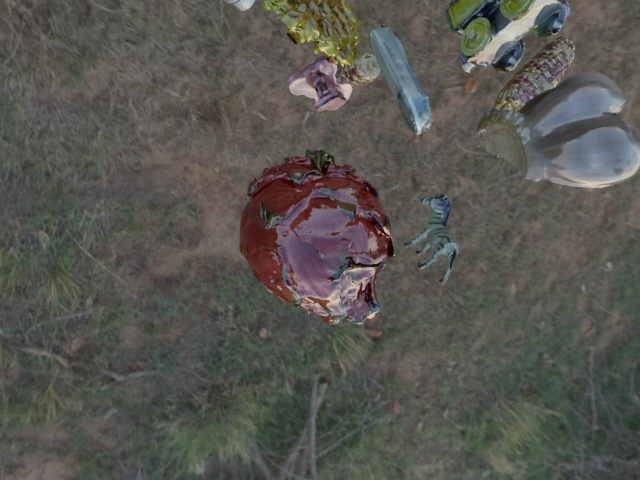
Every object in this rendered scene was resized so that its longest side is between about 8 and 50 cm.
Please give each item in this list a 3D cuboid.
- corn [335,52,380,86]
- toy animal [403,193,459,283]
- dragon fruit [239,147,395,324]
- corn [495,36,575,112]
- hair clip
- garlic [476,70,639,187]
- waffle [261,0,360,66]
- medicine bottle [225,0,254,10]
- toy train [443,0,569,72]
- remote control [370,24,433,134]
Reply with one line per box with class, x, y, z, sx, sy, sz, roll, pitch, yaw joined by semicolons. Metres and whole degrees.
corn;0.093;-0.494;1.795;0.086;0.253;0.086;-2;95;-23
toy animal;0.316;-0.012;1.619;0.073;0.217;0.176;22;117;-38
dragon fruit;0.000;0.000;0.970;0.244;0.244;0.299;-31;82;-10
corn;0.539;-0.405;1.508;0.290;0.098;0.098;-47;128;-23
hair clip;0.008;-0.351;1.387;0.123;0.138;0.102;-27;91;26
garlic;0.442;-0.181;1.073;0.292;0.237;0.210;-9;83;-8
waffle;-0.035;-0.498;1.212;0.325;0.302;0.068;30;135;-33
medicine bottle;-0.229;-0.647;1.538;0.130;0.080;0.080;26;100;-48
toy train;0.381;-0.468;1.245;0.134;0.177;0.261;12;146;-34
remote control;0.161;-0.325;1.224;0.052;0.247;0.104;-22;161;2
